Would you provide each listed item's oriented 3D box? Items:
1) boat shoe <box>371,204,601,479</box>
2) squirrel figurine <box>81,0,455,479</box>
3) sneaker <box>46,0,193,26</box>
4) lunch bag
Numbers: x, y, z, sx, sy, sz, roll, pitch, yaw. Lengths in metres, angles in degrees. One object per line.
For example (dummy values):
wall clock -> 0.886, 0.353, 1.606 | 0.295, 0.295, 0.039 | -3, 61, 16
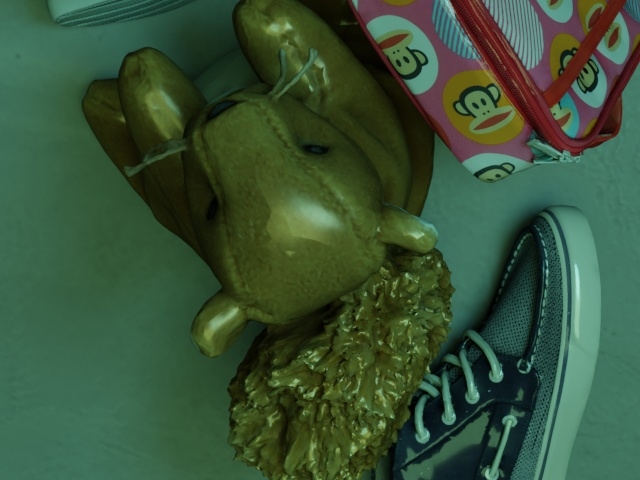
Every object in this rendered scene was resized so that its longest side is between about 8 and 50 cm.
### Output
boat shoe -> 0.137, 0.132, 1.623 | 0.158, 0.127, 0.340 | 2, 107, -16
squirrel figurine -> 0.000, 0.000, 1.441 | 0.281, 0.370, 0.397 | -23, 108, 0
sneaker -> -0.107, -0.251, 1.514 | 0.258, 0.094, 0.091 | -21, 83, 0
lunch bag -> 0.158, -0.180, 1.456 | 0.120, 0.293, 0.258 | -22, 110, 36
